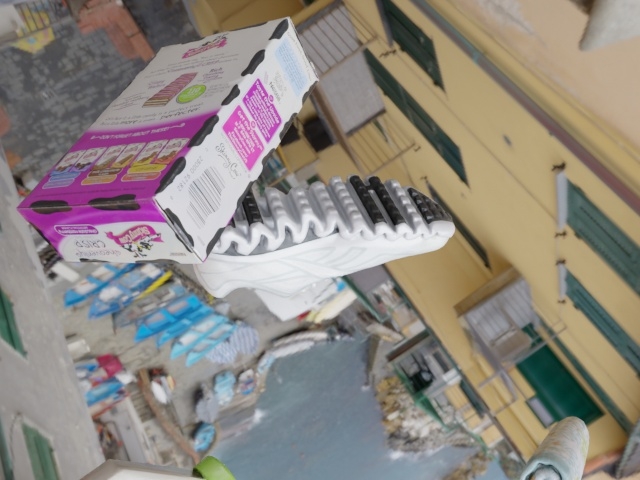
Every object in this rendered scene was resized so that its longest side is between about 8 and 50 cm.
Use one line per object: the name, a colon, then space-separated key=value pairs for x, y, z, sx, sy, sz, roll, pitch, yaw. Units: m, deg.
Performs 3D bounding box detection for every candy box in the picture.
candy box: x=-0.120 y=-0.086 z=0.560 sx=0.071 sy=0.159 sz=0.233 roll=60 pitch=43 yaw=-38

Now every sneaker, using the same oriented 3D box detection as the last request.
sneaker: x=0.000 y=0.000 z=0.722 sx=0.292 sy=0.110 sz=0.118 roll=-3 pitch=126 yaw=-9

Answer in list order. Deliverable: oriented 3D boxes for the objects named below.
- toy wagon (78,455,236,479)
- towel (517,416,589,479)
toy wagon: x=-0.147 y=0.368 z=0.567 sx=0.267 sy=0.068 sz=0.344 roll=-32 pitch=106 yaw=-31
towel: x=0.362 y=0.503 z=1.110 sx=0.321 sy=0.090 sz=0.374 roll=4 pitch=101 yaw=-65
